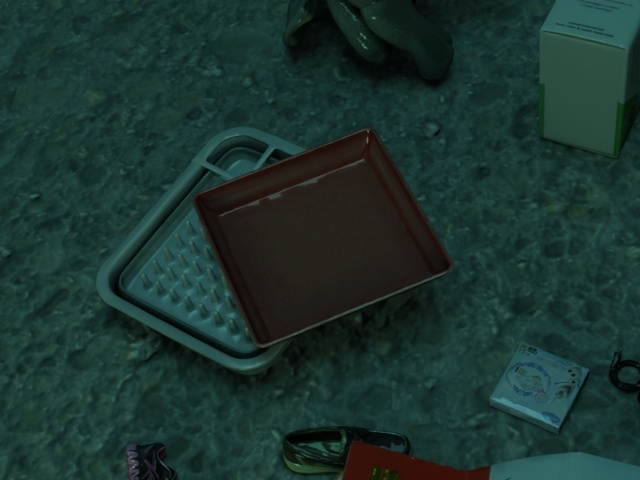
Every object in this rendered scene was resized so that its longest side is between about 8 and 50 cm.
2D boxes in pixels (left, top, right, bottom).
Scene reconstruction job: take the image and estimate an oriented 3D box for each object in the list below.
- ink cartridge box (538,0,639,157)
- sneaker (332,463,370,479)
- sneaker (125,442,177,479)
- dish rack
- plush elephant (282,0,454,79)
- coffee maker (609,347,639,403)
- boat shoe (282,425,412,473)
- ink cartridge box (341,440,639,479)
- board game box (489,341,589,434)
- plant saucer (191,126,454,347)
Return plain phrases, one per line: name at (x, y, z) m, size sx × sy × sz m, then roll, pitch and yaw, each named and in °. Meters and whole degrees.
ink cartridge box at (0.405, -0.295, 1.665) m, size 0.122 × 0.211 × 0.289 m, roll 17°, pitch 56°, yaw 22°
sneaker at (0.008, 0.364, 1.298) m, size 0.121 × 0.099 × 0.262 m, roll 33°, pitch 65°, yaw 24°
sneaker at (-0.195, 0.287, 1.421) m, size 0.057 × 0.047 × 0.119 m, roll -7°, pitch 53°, yaw -11°
dish rack at (-0.098, 0.016, 1.591) m, size 0.286 × 0.072 × 0.333 m, roll 25°, pitch 60°, yaw 24°
plush elephant at (0.055, -0.405, 1.803) m, size 0.330 × 0.271 × 0.255 m, roll 11°, pitch 8°, yaw -22°
coffee maker at (0.414, 0.137, 1.354) m, size 0.171 × 0.178 × 0.120 m, roll 7°, pitch 54°, yaw 14°
boat shoe at (0.030, 0.243, 1.412) m, size 0.152 × 0.049 × 0.056 m, roll -6°, pitch 52°, yaw 4°
ink cartridge box at (0.193, 0.337, 1.213) m, size 0.385 × 0.091 × 0.308 m, roll 14°, pitch 42°, yaw 5°
board game box at (0.262, 0.175, 1.447) m, size 0.090 × 0.020 × 0.090 m, roll 22°, pitch 59°, yaw 23°
plant saucer at (0.000, 0.000, 1.517) m, size 0.259 × 0.047 × 0.258 m, roll -22°, pitch 54°, yaw -7°
